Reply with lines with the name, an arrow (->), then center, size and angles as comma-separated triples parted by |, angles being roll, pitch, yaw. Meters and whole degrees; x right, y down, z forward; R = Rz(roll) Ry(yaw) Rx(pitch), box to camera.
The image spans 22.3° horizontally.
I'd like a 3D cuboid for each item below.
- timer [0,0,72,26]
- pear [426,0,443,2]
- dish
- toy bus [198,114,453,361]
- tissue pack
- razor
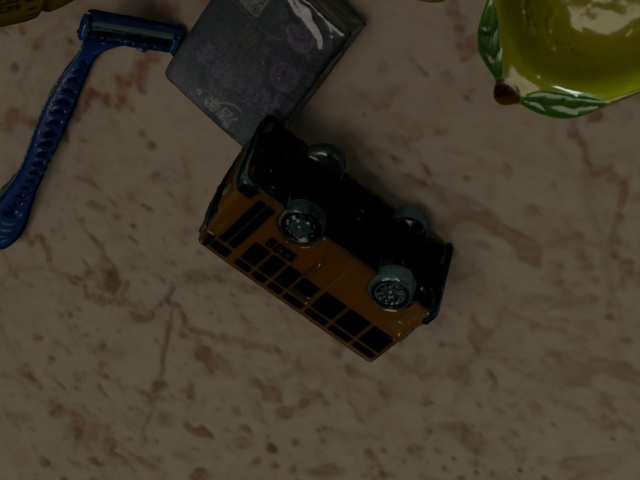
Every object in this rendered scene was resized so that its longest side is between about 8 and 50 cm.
timer -> -0.229, -0.338, 1.189 | 0.376, 0.387, 0.376 | 53, 161, 28
pear -> 0.063, -0.259, 1.157 | 0.178, 0.178, 0.178 | 12, 121, 21
dish -> 0.204, -0.179, 1.180 | 0.149, 0.080, 0.207 | 44, 125, -5
toy bus -> 0.000, 0.000, 1.343 | 0.201, 0.098, 0.114 | 35, 131, -15
tissue pack -> -0.049, -0.159, 1.339 | 0.112, 0.051, 0.156 | 43, 127, 4
razor -> -0.237, -0.102, 1.469 | 0.324, 0.093, 0.056 | -49, 48, 40
